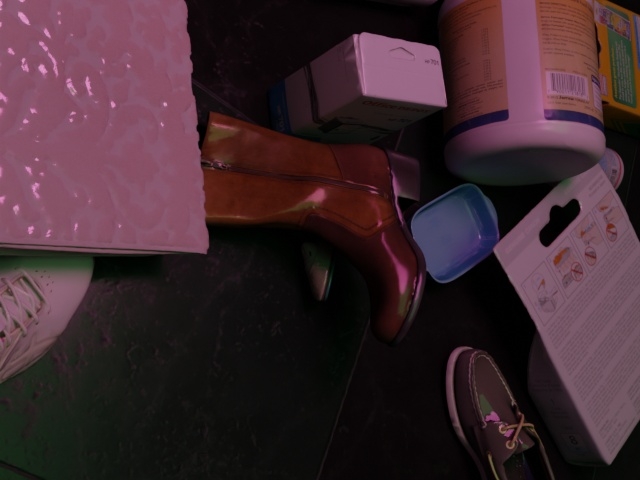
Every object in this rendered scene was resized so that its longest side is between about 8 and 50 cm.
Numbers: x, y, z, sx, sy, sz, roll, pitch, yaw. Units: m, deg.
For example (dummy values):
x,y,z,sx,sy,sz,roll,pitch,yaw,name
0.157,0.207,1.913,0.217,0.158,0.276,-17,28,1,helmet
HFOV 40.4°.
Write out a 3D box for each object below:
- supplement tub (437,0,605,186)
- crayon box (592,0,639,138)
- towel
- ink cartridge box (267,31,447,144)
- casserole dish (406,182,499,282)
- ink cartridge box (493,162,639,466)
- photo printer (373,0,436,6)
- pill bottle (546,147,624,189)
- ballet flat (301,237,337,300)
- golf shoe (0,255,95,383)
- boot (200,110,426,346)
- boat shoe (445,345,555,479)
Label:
x,y,z,sx,sy,sz,roll,pitch,yaw,name
0.289,-0.257,1.275,0.228,0.228,0.316,8,75,-35,supplement tub
0.549,-0.305,1.570,0.322,0.083,0.203,10,74,-35,crayon box
-0.255,-0.146,0.880,0.317,0.053,0.332,5,75,-50,towel
0.043,-0.181,1.100,0.139,0.190,0.082,1,78,-36,ink cartridge box
0.187,-0.010,1.263,0.188,0.037,0.114,-29,97,-38,casserole dish
0.406,0.103,1.357,0.308,0.091,0.385,-39,104,-35,ink cartridge box
0.030,-0.468,1.211,0.307,0.107,0.256,-2,81,-36,photo printer
0.415,-0.123,1.425,0.160,0.087,0.087,10,74,-35,pill bottle
0.000,0.000,1.123,0.052,0.057,0.168,15,64,-2,ballet flat
-0.313,0.092,0.808,0.115,0.140,0.306,52,53,-14,golf shoe
-0.017,-0.015,1.033,0.280,0.096,0.264,9,72,-17,boot
0.263,0.290,1.213,0.109,0.091,0.305,-19,91,-38,boat shoe
